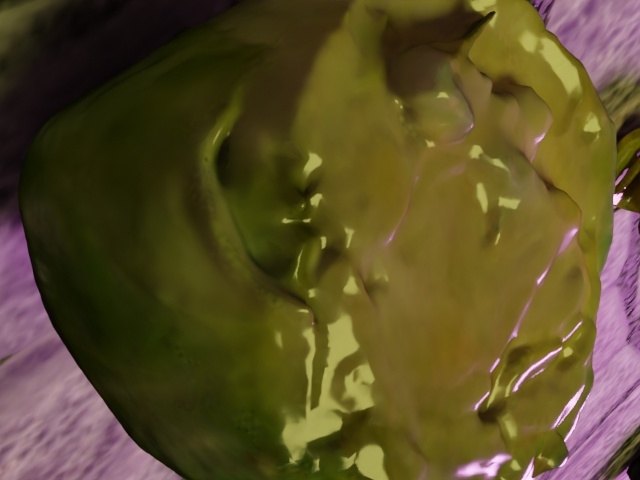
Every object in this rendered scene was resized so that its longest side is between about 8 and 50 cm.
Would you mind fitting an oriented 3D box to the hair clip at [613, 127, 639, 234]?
[{"bbox_3d":[0.190,-0.038,0.788,0.173,0.046,0.072,-12,145,-55],"label":"hair clip"}]

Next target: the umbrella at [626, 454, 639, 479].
[{"bbox_3d":[0.353,0.138,1.297,0.272,0.110,0.122,-31,119,-33],"label":"umbrella"}]

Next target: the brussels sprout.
[{"bbox_3d":[-0.003,0.002,0.440,0.149,0.122,0.151,-31,119,-47],"label":"brussels sprout"}]
